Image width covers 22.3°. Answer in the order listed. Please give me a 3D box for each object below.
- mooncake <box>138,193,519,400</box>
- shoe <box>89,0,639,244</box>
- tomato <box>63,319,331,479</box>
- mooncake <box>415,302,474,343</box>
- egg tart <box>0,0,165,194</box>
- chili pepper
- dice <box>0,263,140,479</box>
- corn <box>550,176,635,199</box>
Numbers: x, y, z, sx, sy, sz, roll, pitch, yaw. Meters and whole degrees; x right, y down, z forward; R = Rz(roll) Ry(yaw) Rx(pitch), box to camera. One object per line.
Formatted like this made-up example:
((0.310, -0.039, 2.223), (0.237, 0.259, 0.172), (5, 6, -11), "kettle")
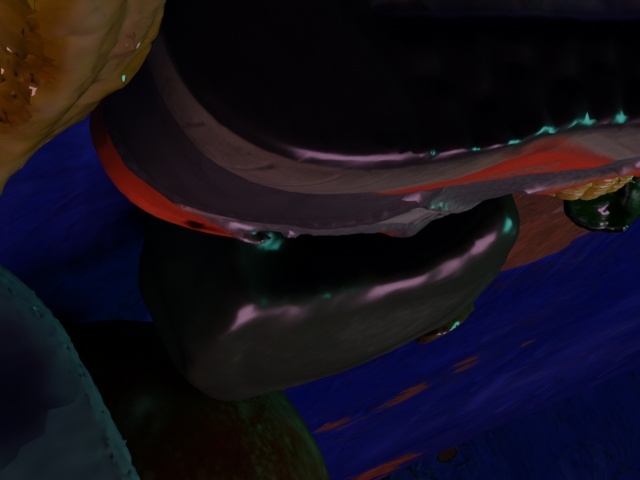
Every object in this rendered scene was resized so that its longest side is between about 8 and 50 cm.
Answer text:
((0.000, 0.000, 0.744), (0.168, 0.104, 0.175), (-30, 164, 35), "mooncake")
((0.062, -0.061, 0.581), (0.336, 0.132, 0.171), (-13, 168, -35), "shoe")
((-0.108, 0.178, 0.851), (0.270, 0.222, 0.270), (-38, -163, 14), "tomato")
((0.049, 0.050, 1.137), (0.150, 0.057, 0.347), (-36, 165, -7), "mooncake")
((-0.160, -0.047, 0.296), (0.279, 0.095, 0.279), (-19, 163, -6), "egg tart")
((0.179, -0.066, 0.933), (0.088, 0.059, 0.227), (-30, 163, 0), "chili pepper")
((-0.225, 0.152, 0.566), (0.268, 0.265, 0.262), (-13, 162, -40), "dice")
((0.127, -0.061, 0.791), (0.085, 0.063, 0.165), (5, 167, 4), "corn")
